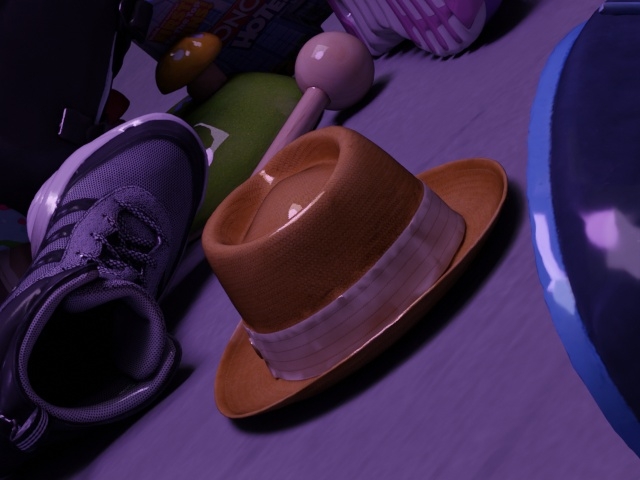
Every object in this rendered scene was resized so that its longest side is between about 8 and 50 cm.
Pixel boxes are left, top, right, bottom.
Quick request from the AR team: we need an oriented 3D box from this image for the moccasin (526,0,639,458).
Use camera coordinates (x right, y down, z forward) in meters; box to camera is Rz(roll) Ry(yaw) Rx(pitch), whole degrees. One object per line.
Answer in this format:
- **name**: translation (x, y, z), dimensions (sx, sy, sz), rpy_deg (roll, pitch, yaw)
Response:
- **moccasin**: translation (0.155, -0.059, 0.601), dimensions (0.116, 0.138, 0.342), rpy_deg (-25, 22, 32)

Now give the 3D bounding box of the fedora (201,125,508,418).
- **fedora**: translation (0.000, 0.000, 0.903), dimensions (0.194, 0.079, 0.194), rpy_deg (-37, 15, 11)

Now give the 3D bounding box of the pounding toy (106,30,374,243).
- **pounding toy**: translation (-0.089, -0.083, 1.288), dimensions (0.183, 0.110, 0.237), rpy_deg (-48, 17, -27)

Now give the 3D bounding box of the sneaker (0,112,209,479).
- **sneaker**: translation (-0.119, 0.026, 1.077), dimensions (0.153, 0.101, 0.269), rpy_deg (-15, 36, 54)

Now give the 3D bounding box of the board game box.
- **board game box**: translation (-0.065, -0.183, 1.340), dimensions (0.194, 0.060, 0.194), rpy_deg (-44, -31, 22)

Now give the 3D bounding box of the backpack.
- **backpack**: translation (-0.255, -0.098, 1.259), dimensions (0.253, 0.191, 0.225), rpy_deg (-23, 52, 56)

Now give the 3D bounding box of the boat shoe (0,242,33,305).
- **boat shoe**: translation (-0.227, -0.001, 1.405), dimensions (0.092, 0.103, 0.285), rpy_deg (-33, 22, 7)

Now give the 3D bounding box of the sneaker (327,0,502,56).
- **sneaker**: translation (0.073, -0.183, 1.237), dimensions (0.104, 0.095, 0.236), rpy_deg (-35, 13, -9)
